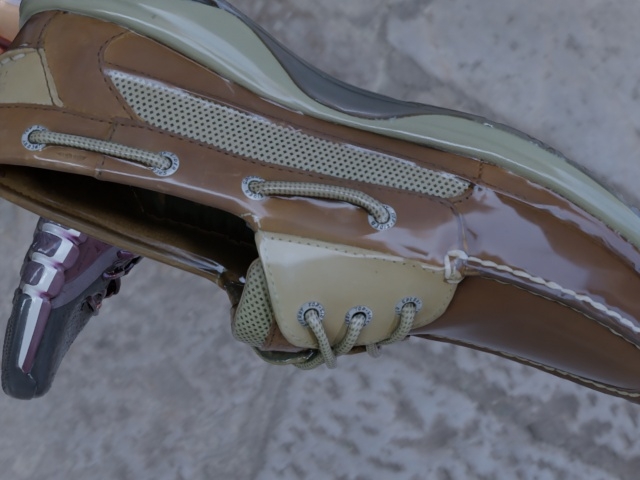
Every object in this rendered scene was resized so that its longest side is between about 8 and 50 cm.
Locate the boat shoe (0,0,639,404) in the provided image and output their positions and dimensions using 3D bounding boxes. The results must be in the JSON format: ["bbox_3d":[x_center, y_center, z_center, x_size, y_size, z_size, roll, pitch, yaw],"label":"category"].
[{"bbox_3d":[0.000,0.000,0.618,0.324,0.122,0.120,25,65,3],"label":"boat shoe"}]

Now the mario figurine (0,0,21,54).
[{"bbox_3d":[-0.233,-0.206,0.831,0.320,0.198,0.170,29,30,3],"label":"mario figurine"}]

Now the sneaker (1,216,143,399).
[{"bbox_3d":[-0.122,-0.003,1.044,0.162,0.106,0.281,19,81,-12],"label":"sneaker"}]
